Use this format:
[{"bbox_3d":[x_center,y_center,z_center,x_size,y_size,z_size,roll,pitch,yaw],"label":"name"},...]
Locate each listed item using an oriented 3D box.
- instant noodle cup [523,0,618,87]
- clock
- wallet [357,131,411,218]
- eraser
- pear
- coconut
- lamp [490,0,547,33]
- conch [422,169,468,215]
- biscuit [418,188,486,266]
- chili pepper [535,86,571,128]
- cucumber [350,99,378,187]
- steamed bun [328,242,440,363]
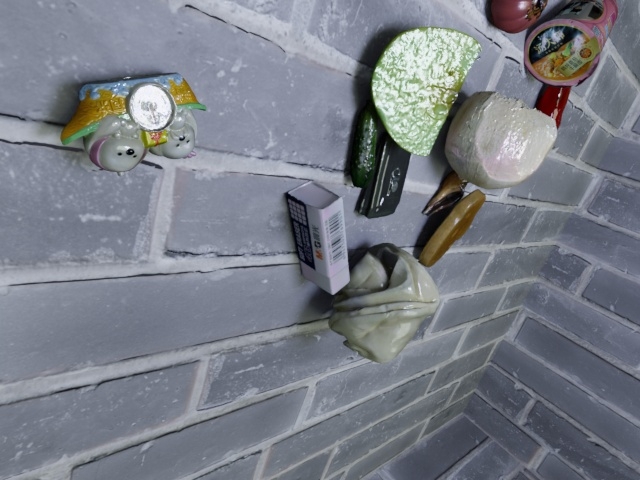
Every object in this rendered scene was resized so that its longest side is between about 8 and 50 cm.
[{"bbox_3d":[0.844,-0.681,1.322,0.255,0.244,0.244,-49,140,-17],"label":"instant noodle cup"},{"bbox_3d":[-0.286,-0.185,0.640,0.231,0.103,0.144,-24,123,-33],"label":"clock"},{"bbox_3d":[0.199,-0.184,1.159,0.169,0.052,0.245,-7,119,-45],"label":"wallet"},{"bbox_3d":[0.000,0.000,1.028,0.086,0.130,0.287,-33,134,-29],"label":"eraser"},{"bbox_3d":[0.210,-0.380,0.973,0.239,0.139,0.288,10,114,-31],"label":"pear"},{"bbox_3d":[0.524,-0.285,1.213,0.297,0.297,0.254,13,108,-48],"label":"coconut"},{"bbox_3d":[0.559,-0.668,1.101,0.182,0.140,0.182,-29,138,-30],"label":"lamp"},{"bbox_3d":[0.455,-0.174,1.387,0.232,0.086,0.080,-59,165,16],"label":"conch"},{"bbox_3d":[0.492,-0.048,1.491,0.287,0.057,0.343,-14,140,-53],"label":"biscuit"},{"bbox_3d":[0.900,-0.529,1.552,0.110,0.110,0.387,-17,127,-36],"label":"chili pepper"},{"bbox_3d":[0.113,-0.241,1.019,0.069,0.069,0.227,-18,126,-36],"label":"cucumber"},{"bbox_3d":[0.153,0.146,1.180,0.347,0.394,0.237,-29,110,29],"label":"steamed bun"}]
